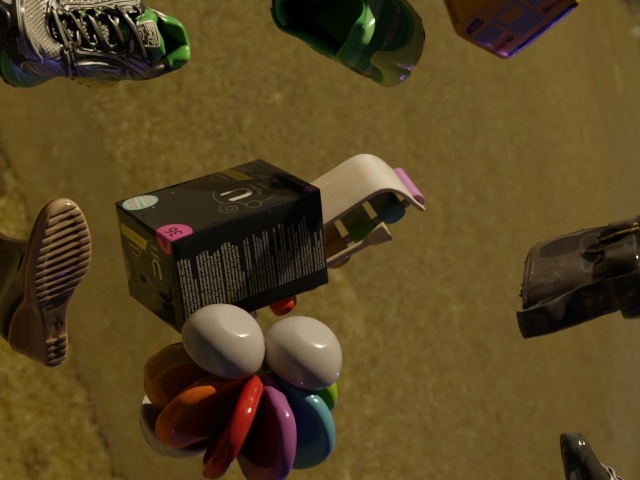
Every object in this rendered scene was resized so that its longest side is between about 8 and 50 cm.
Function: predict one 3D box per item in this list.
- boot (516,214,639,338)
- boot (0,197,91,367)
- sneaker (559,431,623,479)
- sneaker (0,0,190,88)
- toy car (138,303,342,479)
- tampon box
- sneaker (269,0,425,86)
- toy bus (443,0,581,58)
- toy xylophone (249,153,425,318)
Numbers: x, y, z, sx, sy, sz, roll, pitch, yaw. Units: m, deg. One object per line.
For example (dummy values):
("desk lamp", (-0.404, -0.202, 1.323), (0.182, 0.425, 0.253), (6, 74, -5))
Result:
("boot", (0.249, -0.012, 0.936), (0.263, 0.229, 0.091), (-33, 104, -65))
("boot", (-0.390, 0.023, 1.780), (0.090, 0.207, 0.248), (-14, 127, -41))
("sneaker", (0.365, 0.298, 1.635), (0.086, 0.132, 0.229), (-89, 160, -51))
("sneaker", (-0.276, -0.256, 1.656), (0.343, 0.146, 0.134), (-13, 97, -66))
("toy car", (-0.064, 0.151, 1.208), (0.182, 0.159, 0.136), (11, 38, -26))
("tampon box", (-0.093, 0.003, 1.308), (0.161, 0.120, 0.101), (-20, 118, -28))
("sneaker", (-0.002, -0.275, 1.468), (0.123, 0.109, 0.295), (10, 30, -44))
("toy bus", (0.166, -0.353, 1.473), (0.130, 0.108, 0.333), (17, 46, -42))
("toy xylophone", (0.000, 0.000, 2.018), (0.081, 0.322, 0.236), (56, 11, -33))
